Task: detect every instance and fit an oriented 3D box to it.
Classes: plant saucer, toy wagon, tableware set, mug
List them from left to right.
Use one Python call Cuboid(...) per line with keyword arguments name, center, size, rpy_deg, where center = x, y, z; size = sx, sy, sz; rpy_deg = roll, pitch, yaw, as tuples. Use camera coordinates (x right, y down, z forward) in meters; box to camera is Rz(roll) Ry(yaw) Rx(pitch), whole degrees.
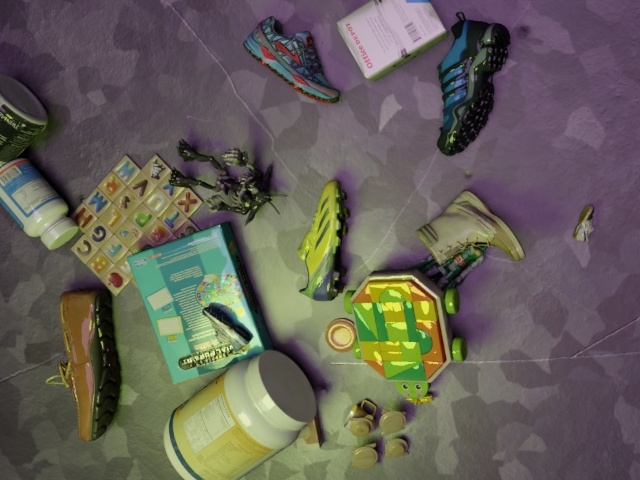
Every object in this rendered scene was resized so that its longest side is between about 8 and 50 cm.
Cuboid(name="plant saucer", center=(0.052, 0.230, 1.889), size=(0.084, 0.013, 0.083), rpy_deg=(1, 97, 11))
Cuboid(name="mug", center=(0.102, 0.432, 1.880), size=(0.064, 0.062, 0.078), rpy_deg=(31, 108, -1))
Cuboid(name="tableware set", center=(0.138, 0.471, 1.858), size=(0.141, 0.020, 0.168), rpy_deg=(-8, 113, -3))
Cuboid(name="toy wagon", center=(0.198, 0.233, 1.794), size=(0.267, 0.068, 0.344), rpy_deg=(-3, 107, 28))

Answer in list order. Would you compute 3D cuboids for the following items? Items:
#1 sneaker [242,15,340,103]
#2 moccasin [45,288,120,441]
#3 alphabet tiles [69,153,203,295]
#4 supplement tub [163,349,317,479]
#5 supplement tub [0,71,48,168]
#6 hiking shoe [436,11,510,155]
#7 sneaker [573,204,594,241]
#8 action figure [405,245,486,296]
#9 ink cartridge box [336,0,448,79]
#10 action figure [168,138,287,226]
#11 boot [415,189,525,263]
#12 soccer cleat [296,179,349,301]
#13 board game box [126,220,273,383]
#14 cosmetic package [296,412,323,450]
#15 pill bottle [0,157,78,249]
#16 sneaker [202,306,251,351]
Cuboid(name="sneaker", center=(-0.050, -0.418, 1.790), size=(0.262, 0.104, 0.125), rpy_deg=(38, 100, 5))
Cuboid(name="moccasin", center=(-0.600, 0.314, 1.968), size=(0.147, 0.139, 0.379), rpy_deg=(-5, 95, 13))
Cuboid(name="alphabet tiles", center=(-0.464, -0.036, 1.965), size=(0.285, 0.011, 0.342), rpy_deg=(46, 103, 3))
Cuboid(name="supplement tub", center=(-0.186, 0.420, 1.833), size=(0.316, 0.228, 0.228), rpy_deg=(-38, 88, 21))
Cuboid(name="supplement tub", center=(-0.844, -0.250, 1.925), size=(0.316, 0.193, 0.193), rpy_deg=(-40, 88, 13))
Cuboid(name="hiking shoe", center=(0.315, -0.341, 1.739), size=(0.132, 0.113, 0.304), rpy_deg=(29, 106, 35))
Cuboid(name="sneaker", center=(0.595, -0.037, 1.742), size=(0.037, 0.032, 0.083), rpy_deg=(18, 105, -5))
Cuboid(name="action figure", center=(0.298, 0.061, 1.798), size=(0.232, 0.063, 0.137), rpy_deg=(-41, 84, 9))
Cuboid(name="ink cartridge box", center=(0.161, -0.471, 1.748), size=(0.203, 0.086, 0.148), rpy_deg=(-29, 90, 14))
Cuboid(name="action figure", center=(-0.222, -0.136, 1.840), size=(0.276, 0.141, 0.164), rpy_deg=(20, 88, 10))
Cuboid(name="boot", center=(0.329, 0.005, 1.725), size=(0.165, 0.077, 0.213), rpy_deg=(-38, 59, -4))
Cuboid(name="soccer cleat", center=(0.000, 0.001, 1.835), size=(0.121, 0.093, 0.289), rpy_deg=(6, 97, 18))
Cuboid(name="board game box", center=(-0.292, 0.152, 1.911), size=(0.254, 0.079, 0.336), rpy_deg=(-18, 95, 12))
Cuboid(name="cosmetic package", center=(-0.035, 0.453, 1.918), size=(0.060, 0.041, 0.115), rpy_deg=(-11, 94, 13))
Cuboid(name="pill bottle", center=(-0.712, -0.087, 1.953), size=(0.124, 0.124, 0.221), rpy_deg=(-41, 88, 13))
Cuboid(name="sneaker", center=(-0.232, 0.213, 1.844), size=(0.135, 0.052, 0.058), rpy_deg=(40, 107, 2))
